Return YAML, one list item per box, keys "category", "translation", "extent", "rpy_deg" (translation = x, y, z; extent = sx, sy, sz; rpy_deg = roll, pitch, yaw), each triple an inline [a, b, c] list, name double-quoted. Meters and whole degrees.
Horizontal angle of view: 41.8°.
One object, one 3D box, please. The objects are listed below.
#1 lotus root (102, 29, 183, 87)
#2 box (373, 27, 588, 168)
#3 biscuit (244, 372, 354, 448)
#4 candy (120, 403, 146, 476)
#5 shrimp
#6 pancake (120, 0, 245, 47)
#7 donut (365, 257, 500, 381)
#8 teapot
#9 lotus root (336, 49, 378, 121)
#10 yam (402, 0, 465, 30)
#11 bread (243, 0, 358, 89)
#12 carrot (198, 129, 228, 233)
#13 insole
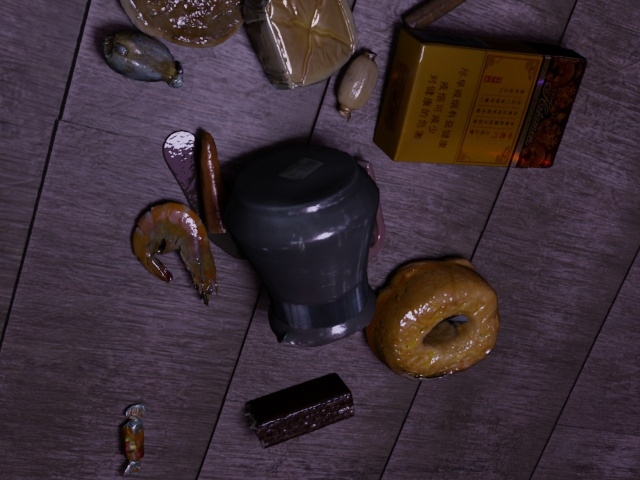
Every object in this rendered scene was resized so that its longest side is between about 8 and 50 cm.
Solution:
- category: "lotus root"
  translation: [-0.321, -0.330, 1.524]
  extent: [0.165, 0.088, 0.088]
  rpy_deg: [17, 103, -32]
- category: "box"
  translation: [0.342, -0.293, 1.781]
  extent: [0.416, 0.116, 0.264]
  rpy_deg: [-2, 119, -24]
- category: "biscuit"
  translation: [-0.051, 0.389, 1.923]
  extent: [0.252, 0.106, 0.070]
  rpy_deg: [-16, 116, -17]
- category: "candy"
  translation: [-0.408, 0.443, 1.827]
  extent: [0.053, 0.046, 0.182]
  rpy_deg: [-3, 110, -24]
- category: "shrimp"
  translation: [-0.284, 0.034, 1.704]
  extent: [0.150, 0.068, 0.248]
  rpy_deg: [-26, 115, 3]
- category: "pancake"
  translation: [-0.239, -0.483, 1.514]
  extent: [0.283, 0.049, 0.282]
  rpy_deg: [-11, 117, -22]
- category: "donut"
  translation: [0.268, 0.188, 1.954]
  extent: [0.317, 0.150, 0.299]
  rpy_deg: [-45, 124, -1]
- category: "teapot"
  translation: [0.000, 0.000, 1.708]
  extent: [0.376, 0.306, 0.361]
  rpy_deg: [-41, 136, -37]
- category: "lotus root"
  translation: [0.073, -0.316, 1.707]
  extent: [0.073, 0.062, 0.150]
  rpy_deg: [18, 102, -28]
- category: "yam"
  translation: [0.285, -0.510, 1.727]
  extent: [0.264, 0.046, 0.046]
  rpy_deg: [-35, 120, -7]
- category: "bread"
  translation: [-0.037, -0.406, 1.588]
  extent: [0.192, 0.110, 0.209]
  rpy_deg: [-36, 126, -17]
- category: "carrot"
  translation: [-0.214, -0.117, 1.665]
  extent: [0.061, 0.061, 0.209]
  rpy_deg: [-15, 112, -17]
- category: "insole"
  translation: [-0.219, -0.085, 1.711]
  extent: [0.111, 0.007, 0.327]
  rpy_deg: [-35, 120, -7]
